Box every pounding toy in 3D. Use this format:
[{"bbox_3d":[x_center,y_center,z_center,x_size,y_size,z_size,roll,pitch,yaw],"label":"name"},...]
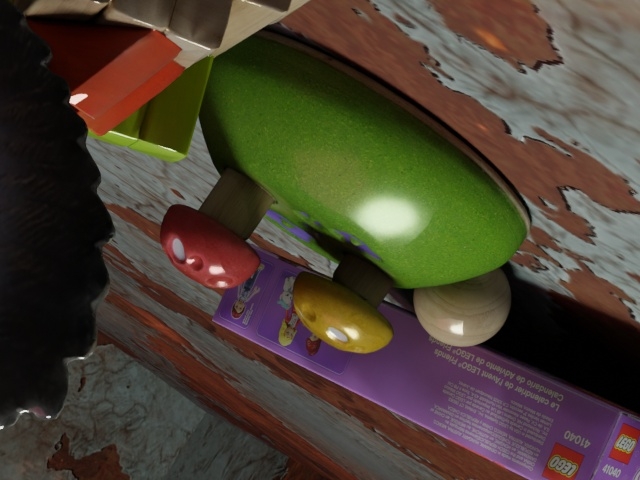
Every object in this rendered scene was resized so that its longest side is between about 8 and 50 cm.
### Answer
[{"bbox_3d":[0.000,0.000,0.932,0.183,0.110,0.237,30,169,17],"label":"pounding toy"}]

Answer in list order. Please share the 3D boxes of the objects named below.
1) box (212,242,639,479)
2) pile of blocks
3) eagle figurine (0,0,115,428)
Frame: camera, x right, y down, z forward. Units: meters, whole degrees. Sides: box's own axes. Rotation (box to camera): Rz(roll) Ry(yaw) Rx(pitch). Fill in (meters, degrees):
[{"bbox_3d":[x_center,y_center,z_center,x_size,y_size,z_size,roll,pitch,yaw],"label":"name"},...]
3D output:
[{"bbox_3d":[0.103,0.095,1.120,0.293,0.057,0.201,23,179,41],"label":"box"},{"bbox_3d":[-0.140,-0.072,0.772,0.362,0.112,0.149,3,164,46],"label":"pile of blocks"},{"bbox_3d":[-0.237,-0.048,0.669,0.298,0.225,0.226,36,-172,-27],"label":"eagle figurine"}]
